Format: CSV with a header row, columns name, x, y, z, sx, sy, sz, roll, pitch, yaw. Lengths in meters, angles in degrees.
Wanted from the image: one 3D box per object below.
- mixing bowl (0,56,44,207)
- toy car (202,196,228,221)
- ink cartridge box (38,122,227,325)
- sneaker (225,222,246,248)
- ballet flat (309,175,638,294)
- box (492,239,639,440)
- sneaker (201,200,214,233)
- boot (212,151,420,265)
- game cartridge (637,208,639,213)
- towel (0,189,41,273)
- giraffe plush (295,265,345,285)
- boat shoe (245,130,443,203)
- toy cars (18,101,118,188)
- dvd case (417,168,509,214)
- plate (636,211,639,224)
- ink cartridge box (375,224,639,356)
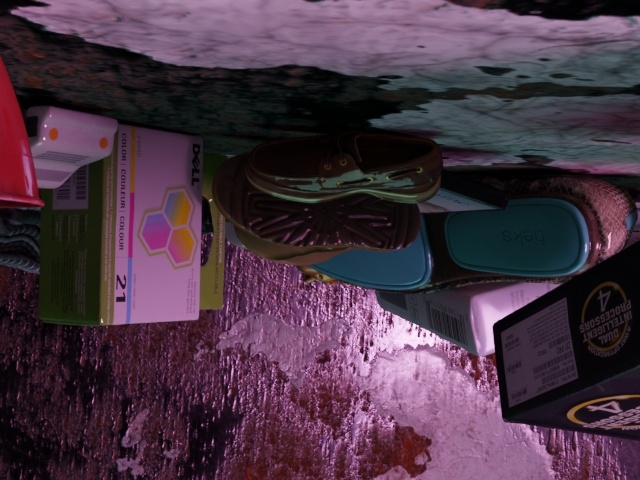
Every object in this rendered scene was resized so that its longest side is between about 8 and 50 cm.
name,x,y,z,sx,sy,sz,roll,pitch,yaw
mixing bowl,-0.212,-0.068,0.425,0.181,0.098,0.181,4,178,0
toy car,-0.094,-0.063,1.264,0.238,0.053,0.225,4,171,-7
ink cartridge box,-0.155,-0.014,0.988,0.097,0.189,0.255,1,179,38
sneaker,-0.036,-0.038,1.479,0.240,0.091,0.126,-10,176,39
ballet flat,0.179,-0.017,1.256,0.482,0.164,0.182,0,-167,40
box,0.357,0.052,0.650,0.318,0.097,0.395,10,152,-24
sneaker,-0.162,-0.057,1.621,0.227,0.087,0.130,0,176,24
boot,-0.044,-0.020,1.085,0.236,0.089,0.269,16,170,-22
game cartridge,0.582,-0.047,1.719,0.056,0.017,0.083,-2,176,38
towel,-0.406,-0.036,1.050,0.234,0.121,0.283,15,179,6
giraffe plush,0.000,0.000,1.841,0.210,0.171,0.181,4,179,-20
boat shoe,0.022,-0.073,0.859,0.177,0.064,0.060,2,149,0
toy cars,-0.372,-0.077,0.829,0.393,0.087,0.176,3,180,-6
dvd case,0.066,-0.063,1.047,0.180,0.022,0.253,18,174,-19
plate,0.300,-0.036,1.440,0.277,0.045,0.278,4,-170,42
ink cartridge box,0.312,0.049,1.414,0.384,0.091,0.308,-12,-168,-19
